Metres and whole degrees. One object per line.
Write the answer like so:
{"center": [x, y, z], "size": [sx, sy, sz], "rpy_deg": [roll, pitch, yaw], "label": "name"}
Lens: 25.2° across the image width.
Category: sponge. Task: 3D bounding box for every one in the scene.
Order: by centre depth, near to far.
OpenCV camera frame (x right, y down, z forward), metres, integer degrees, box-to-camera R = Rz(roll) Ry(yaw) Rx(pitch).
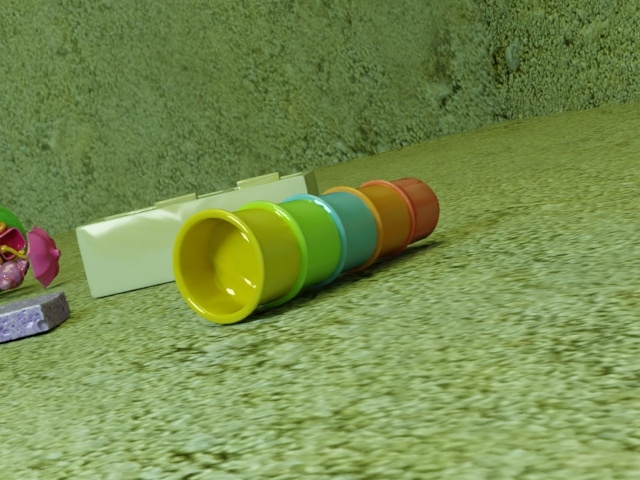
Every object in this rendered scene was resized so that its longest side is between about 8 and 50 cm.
{"center": [-0.366, 0.093, 1.455], "size": [0.210, 0.031, 0.117], "rpy_deg": [-13, 5, 4], "label": "sponge"}

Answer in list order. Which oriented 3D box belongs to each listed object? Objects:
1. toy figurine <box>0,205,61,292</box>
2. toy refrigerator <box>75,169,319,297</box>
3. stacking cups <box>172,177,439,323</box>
{"center": [-0.428, 0.032, 1.942], "size": [0.159, 0.130, 0.173], "rpy_deg": [6, 40, 46], "label": "toy figurine"}
{"center": [-0.134, -0.013, 1.648], "size": [0.269, 0.094, 0.102], "rpy_deg": [-12, 5, 8], "label": "toy refrigerator"}
{"center": [0.000, 0.000, 1.276], "size": [0.096, 0.096, 0.316], "rpy_deg": [-10, 2, 33], "label": "stacking cups"}
